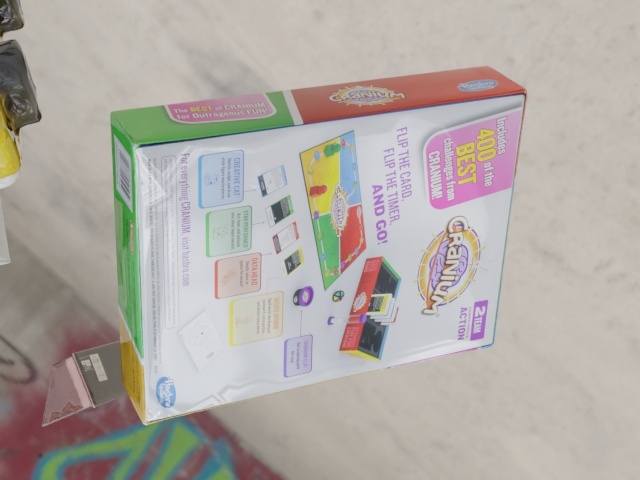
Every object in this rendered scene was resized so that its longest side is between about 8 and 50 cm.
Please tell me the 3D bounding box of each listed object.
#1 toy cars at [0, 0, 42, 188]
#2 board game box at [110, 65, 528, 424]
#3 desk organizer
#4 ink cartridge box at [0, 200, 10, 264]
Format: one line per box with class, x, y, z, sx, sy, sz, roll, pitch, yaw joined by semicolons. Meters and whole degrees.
toy cars;-0.261;-0.079;0.598;0.393;0.176;0.087;16;133;31
board game box;0.000;0.000;0.975;0.064;0.316;0.242;-131;38;-53
desk organizer;-0.194;0.118;1.042;0.047;0.050;0.130;67;-168;4
ink cartridge box;-0.430;-0.032;1.223;0.212;0.154;0.093;-12;175;14
